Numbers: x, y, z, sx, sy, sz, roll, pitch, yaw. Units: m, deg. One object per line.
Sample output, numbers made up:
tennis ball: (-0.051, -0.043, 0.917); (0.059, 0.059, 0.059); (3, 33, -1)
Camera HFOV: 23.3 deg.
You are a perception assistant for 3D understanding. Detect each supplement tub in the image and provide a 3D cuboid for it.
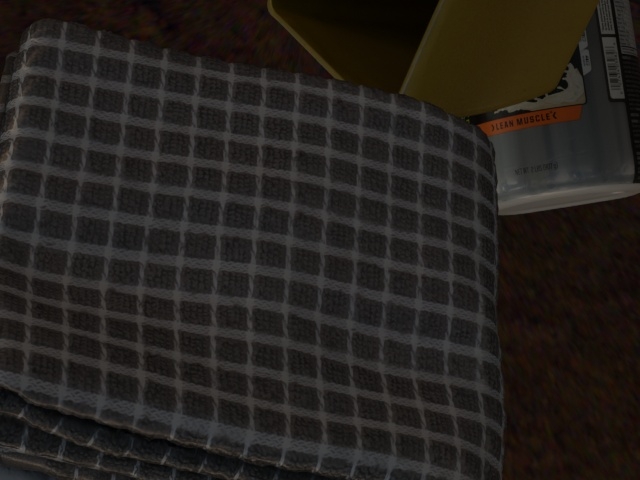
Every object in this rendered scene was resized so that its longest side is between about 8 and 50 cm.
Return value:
supplement tub: (0.228, -0.193, 1.605); (0.194, 0.193, 0.316); (-8, 86, 1)

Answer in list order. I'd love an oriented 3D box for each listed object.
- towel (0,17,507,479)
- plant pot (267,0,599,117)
towel: (-0.046, 0.025, 0.768); (0.284, 0.121, 0.235); (13, 59, -18)
plant pot: (0.113, -0.223, 1.263); (0.187, 0.212, 0.212); (5, 120, -37)
